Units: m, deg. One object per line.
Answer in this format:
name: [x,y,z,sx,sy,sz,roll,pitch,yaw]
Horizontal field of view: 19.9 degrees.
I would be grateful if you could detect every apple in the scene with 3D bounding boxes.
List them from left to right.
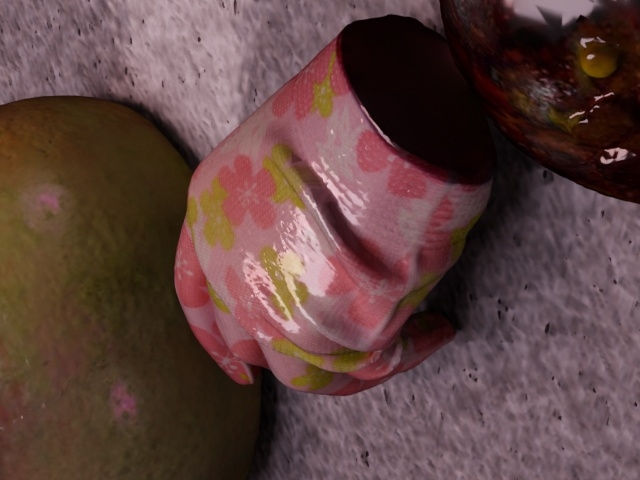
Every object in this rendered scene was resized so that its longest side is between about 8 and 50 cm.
apple: [-0.126,0.050,0.960,0.120,0.193,0.265,-14,95,43]

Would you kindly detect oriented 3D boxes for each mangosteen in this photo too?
mangosteen: [0.121,-0.098,0.612,0.184,0.172,0.172,-86,-3,-51]

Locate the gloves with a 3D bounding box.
gloves: [-0.007,0.004,0.843,0.145,0.126,0.241,49,133,14]
